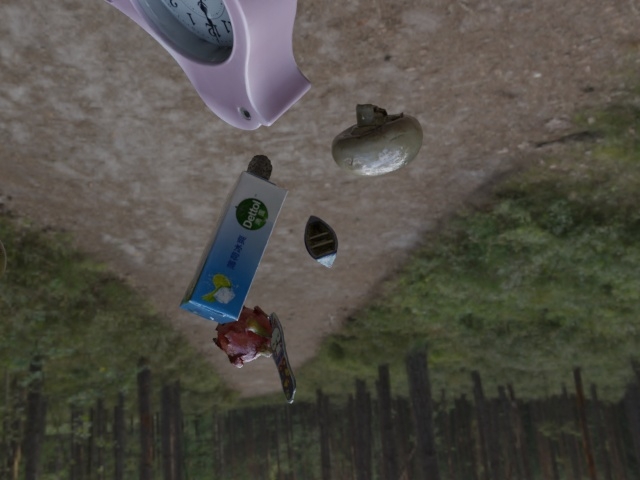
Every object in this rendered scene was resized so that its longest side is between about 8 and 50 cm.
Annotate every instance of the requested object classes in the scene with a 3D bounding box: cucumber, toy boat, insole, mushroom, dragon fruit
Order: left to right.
[{"bbox_3d":[-0.147,0.163,1.232,0.112,0.126,0.068,-29,135,14],"label":"dragon fruit"},{"bbox_3d":[-0.183,-0.146,1.826,0.072,0.072,0.300,-8,-152,12],"label":"cucumber"},{"bbox_3d":[-0.074,0.215,1.270,0.004,0.197,0.065,6,132,-26],"label":"insole"},{"bbox_3d":[0.000,0.000,1.670,0.080,0.046,0.229,-20,-154,-2],"label":"toy boat"},{"bbox_3d":[0.133,-0.246,1.642,0.226,0.178,0.226,-12,-156,5],"label":"mushroom"}]

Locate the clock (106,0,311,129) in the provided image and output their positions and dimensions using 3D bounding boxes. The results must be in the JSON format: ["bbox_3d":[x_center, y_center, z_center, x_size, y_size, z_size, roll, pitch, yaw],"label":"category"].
[{"bbox_3d":[-0.153,-0.261,0.725,0.290,0.080,0.275,25,151,31],"label":"clock"}]

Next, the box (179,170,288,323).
[{"bbox_3d":[-0.125,0.015,0.967,0.073,0.194,0.139,24,165,-11],"label":"box"}]

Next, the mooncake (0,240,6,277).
[{"bbox_3d":[-0.725,0.046,1.001,0.467,0.262,0.467,-27,179,0],"label":"mooncake"}]
